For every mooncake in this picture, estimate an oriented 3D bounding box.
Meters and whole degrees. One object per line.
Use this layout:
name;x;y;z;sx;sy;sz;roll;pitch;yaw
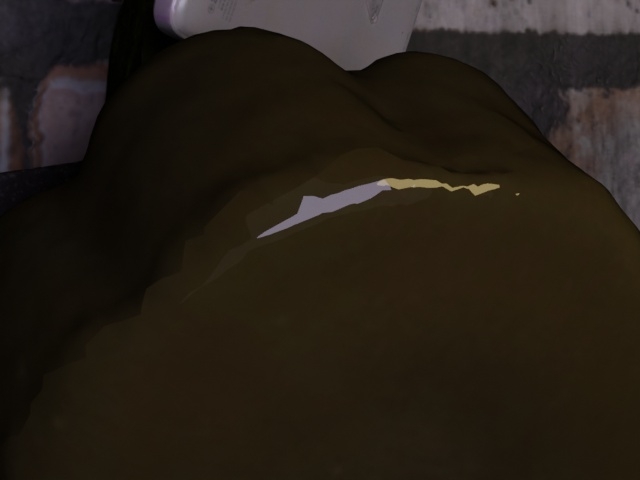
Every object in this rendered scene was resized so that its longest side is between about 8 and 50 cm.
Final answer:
mooncake;-0.007;0.095;1.095;0.467;0.262;0.467;-9;118;-17

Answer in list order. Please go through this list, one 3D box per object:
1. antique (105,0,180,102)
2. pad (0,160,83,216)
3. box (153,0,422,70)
antique;-0.113;-0.096;1.221;0.081;0.080;0.221;8;79;-26
pad;-0.092;0.034;1.269;0.330;0.004;0.220;-9;91;-27
box;-0.013;-0.188;1.222;0.285;0.044;0.142;18;89;-55
